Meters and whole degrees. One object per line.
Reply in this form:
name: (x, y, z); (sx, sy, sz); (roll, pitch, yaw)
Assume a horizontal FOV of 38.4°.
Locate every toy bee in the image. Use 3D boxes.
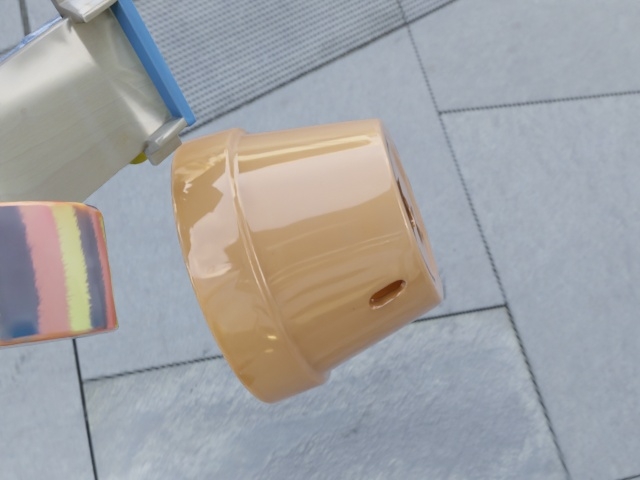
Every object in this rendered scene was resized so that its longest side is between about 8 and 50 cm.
toy bee: (-0.169, 0.029, 0.282); (0.298, 0.162, 0.195); (-34, 106, -44)

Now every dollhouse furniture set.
dollhouse furniture set: (-0.306, -0.118, 0.740); (0.286, 0.198, 0.303); (-48, 127, -27)

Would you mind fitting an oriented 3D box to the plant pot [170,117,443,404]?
plant pot: (0.000, 0.000, 0.948); (0.203, 0.291, 0.291); (-19, 68, 11)
